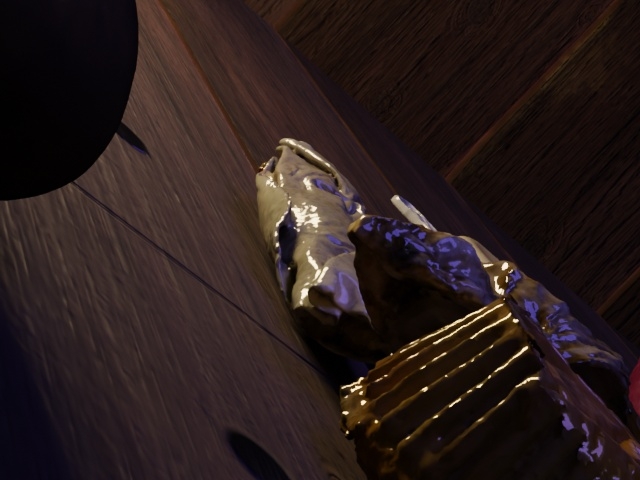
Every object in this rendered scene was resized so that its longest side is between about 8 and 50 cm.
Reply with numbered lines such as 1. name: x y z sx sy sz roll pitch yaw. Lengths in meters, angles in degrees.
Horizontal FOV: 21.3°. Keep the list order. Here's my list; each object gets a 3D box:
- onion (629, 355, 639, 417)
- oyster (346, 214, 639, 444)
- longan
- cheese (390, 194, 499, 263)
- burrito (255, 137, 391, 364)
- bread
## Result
1. onion: 0.363 0.206 1.481 0.348 0.347 0.385 40 -29 -24
2. oyster: 0.132 0.095 1.202 0.341 0.166 0.110 42 35 -16
3. longan: -0.179 -0.104 0.840 0.204 0.159 0.185 -14 -68 54
4. cheese: 0.184 0.041 2.075 0.163 0.071 0.249 36 10 -41
5. burrito: 0.000 0.000 1.384 0.117 0.076 0.392 42 10 -19
6. bread: 0.129 0.150 1.045 0.240 0.139 0.240 46 8 -9
